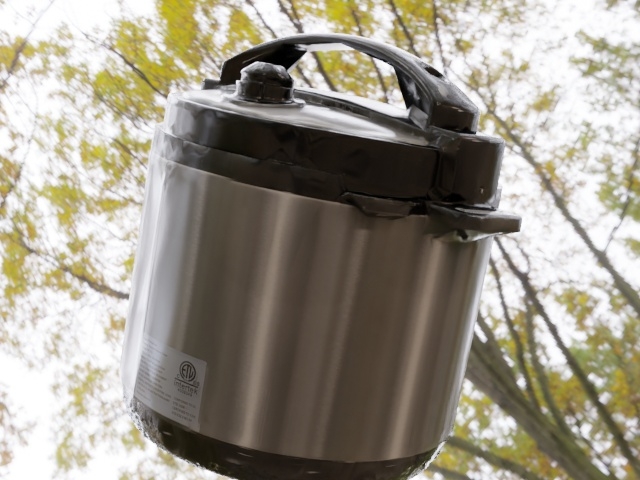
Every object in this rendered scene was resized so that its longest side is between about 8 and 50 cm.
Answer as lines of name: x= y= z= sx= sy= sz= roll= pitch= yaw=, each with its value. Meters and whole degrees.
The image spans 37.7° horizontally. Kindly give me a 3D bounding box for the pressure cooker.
pressure cooker: x=-0.003 y=0.001 z=0.965 sx=0.370 sy=0.375 sz=0.420 roll=9 pitch=-80 yaw=0
